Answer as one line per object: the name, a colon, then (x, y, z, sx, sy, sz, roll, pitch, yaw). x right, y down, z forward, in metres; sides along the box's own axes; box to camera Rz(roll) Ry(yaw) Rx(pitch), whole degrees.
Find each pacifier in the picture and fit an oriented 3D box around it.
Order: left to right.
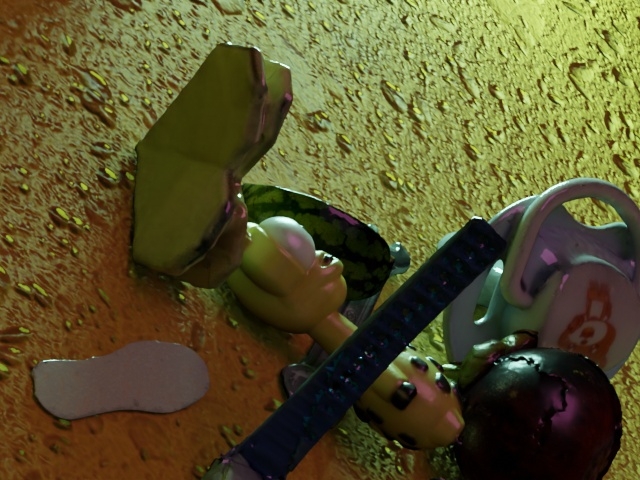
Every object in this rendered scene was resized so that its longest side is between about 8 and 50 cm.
pacifier: (0.204, 0.037, 1.923, 0.279, 0.227, 0.207, 17, 4, -42)

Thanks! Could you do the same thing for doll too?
doll: (0.014, 0.074, 1.673, 0.291, 0.086, 0.117, 44, -6, 5)

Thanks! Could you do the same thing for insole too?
insole: (-0.152, 0.111, 1.526, 0.197, 0.004, 0.065, -7, 62, -53)

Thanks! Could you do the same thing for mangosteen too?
mangosteen: (0.180, 0.159, 1.756, 0.180, 0.166, 0.166, 38, 27, 22)

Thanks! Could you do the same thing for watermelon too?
watermelon: (0.006, -0.005, 1.769, 0.163, 0.069, 0.087, 26, 37, -18)

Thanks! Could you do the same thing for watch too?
watch: (0.015, 0.137, 1.445, 0.068, 0.274, 0.276, 39, 37, -22)

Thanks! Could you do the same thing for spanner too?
spanner: (0.024, 0.071, 1.776, 0.071, 0.017, 0.302, 39, 34, -9)

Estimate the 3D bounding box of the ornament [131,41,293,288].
ornament: (-0.107, -0.069, 1.647, 0.059, 0.201, 0.180, 22, -3, -36)
